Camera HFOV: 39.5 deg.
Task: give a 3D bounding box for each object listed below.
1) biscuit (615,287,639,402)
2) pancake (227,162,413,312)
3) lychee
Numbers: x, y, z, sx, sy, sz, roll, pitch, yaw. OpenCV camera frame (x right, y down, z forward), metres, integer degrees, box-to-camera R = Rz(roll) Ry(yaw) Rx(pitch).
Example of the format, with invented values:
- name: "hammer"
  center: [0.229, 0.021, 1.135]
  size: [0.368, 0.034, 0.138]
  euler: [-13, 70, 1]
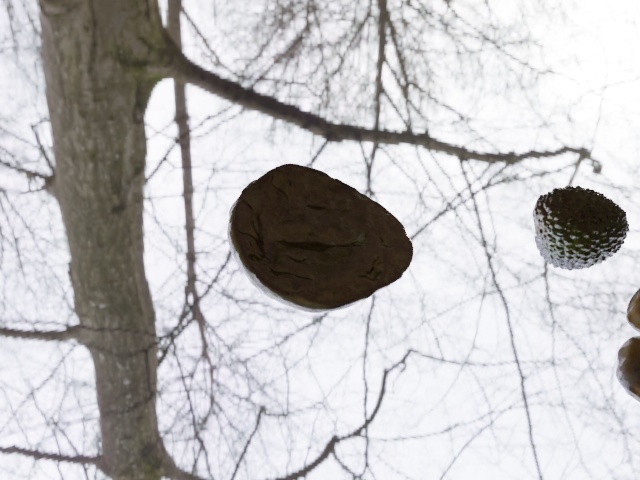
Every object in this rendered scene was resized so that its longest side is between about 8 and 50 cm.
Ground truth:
- name: "biscuit"
  center: [0.525, 0.190, 1.168]
  size: [0.291, 0.062, 0.237]
  euler: [36, -143, 6]
- name: "pancake"
  center: [0.000, 0.000, 1.087]
  size: [0.242, 0.050, 0.242]
  euler: [9, -136, -9]
- name: "lychee"
  center: [0.463, -0.022, 1.586]
  size: [0.171, 0.171, 0.171]
  euler: [2, -138, -2]
